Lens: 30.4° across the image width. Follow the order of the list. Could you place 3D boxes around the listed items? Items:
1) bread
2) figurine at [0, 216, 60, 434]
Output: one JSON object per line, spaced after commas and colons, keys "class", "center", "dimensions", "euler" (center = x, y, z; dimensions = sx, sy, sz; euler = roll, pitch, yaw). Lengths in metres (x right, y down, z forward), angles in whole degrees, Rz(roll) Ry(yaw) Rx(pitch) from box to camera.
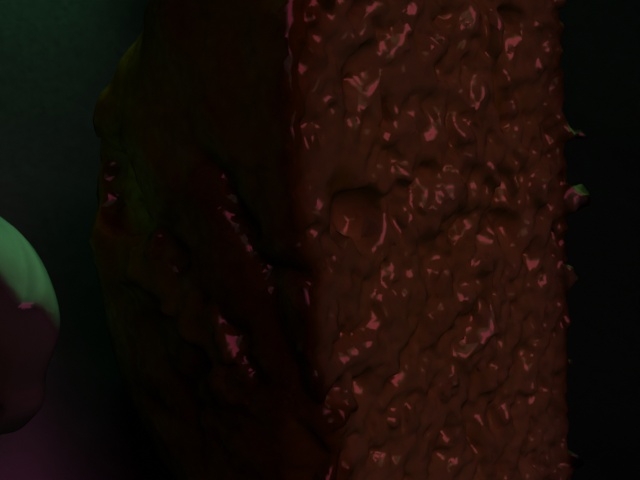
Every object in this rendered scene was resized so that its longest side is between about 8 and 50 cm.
{"class": "bread", "center": [0.000, 0.000, 0.557], "dimensions": [0.194, 0.179, 0.339], "euler": [-17, 109, -37]}
{"class": "figurine", "center": [-0.183, 0.073, 0.454], "dimensions": [0.176, 0.133, 0.236], "euler": [25, 38, -19]}
